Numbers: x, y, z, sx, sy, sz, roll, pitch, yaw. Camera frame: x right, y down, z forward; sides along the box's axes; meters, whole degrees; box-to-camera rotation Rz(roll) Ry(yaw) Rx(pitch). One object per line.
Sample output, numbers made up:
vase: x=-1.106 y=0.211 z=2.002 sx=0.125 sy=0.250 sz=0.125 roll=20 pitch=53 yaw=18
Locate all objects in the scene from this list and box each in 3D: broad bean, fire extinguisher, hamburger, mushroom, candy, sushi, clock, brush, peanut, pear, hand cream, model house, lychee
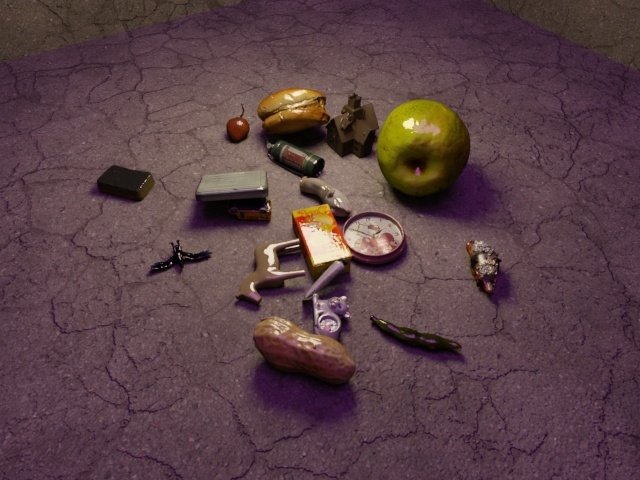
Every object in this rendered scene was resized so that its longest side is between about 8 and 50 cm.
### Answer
broad bean: x=0.289 y=0.298 z=1.488 sx=0.298 sy=0.043 sz=0.060 roll=15 pitch=40 yaw=13
fire extinguisher: x=-0.128 y=-0.360 z=2.032 sx=0.295 sy=0.118 sz=0.093 roll=28 pitch=18 yaw=21
hamburger: x=-0.121 y=-0.558 z=2.096 sx=0.315 sy=0.170 sz=0.290 roll=-10 pitch=1 yaw=25
mushroom: x=0.022 y=-0.174 z=1.876 sx=0.278 sy=0.096 sz=0.099 roll=41 pitch=14 yaw=31
candy: x=0.000 y=0.000 z=1.716 sx=0.146 sy=0.088 sz=0.276 roll=-13 pitch=49 yaw=-15
sushi: x=0.571 y=0.081 z=1.653 sx=0.097 sy=0.103 sz=0.225 roll=-3 pitch=56 yaw=-2
clock: x=0.191 y=-0.011 z=1.753 sx=0.245 sy=0.056 sz=0.244 roll=-1 pitch=49 yaw=1
brush: x=-0.778 y=-0.234 z=1.920 sx=0.197 sy=0.059 sz=0.123 roll=13 pitch=48 yaw=9
peanut: x=-0.048 y=0.322 z=1.390 sx=0.314 sy=0.149 sz=0.149 roll=16 pitch=50 yaw=10
pear: x=0.402 y=-0.373 z=1.884 sx=0.392 sy=0.390 sz=0.390 roll=1 pitch=48 yaw=-1
clock: x=0.036 y=0.246 z=1.503 sx=0.118 sy=0.079 sz=0.176 roll=0 pitch=47 yaw=-3
hand cream: x=0.013 y=0.132 z=1.579 sx=0.194 sy=0.067 sz=0.042 roll=-44 pitch=92 yaw=-10
model house: x=0.154 y=-0.505 z=2.067 sx=0.211 sy=0.243 sz=0.204 roll=-28 pitch=54 yaw=-24
lychee: x=-0.362 y=-0.512 z=2.144 sx=0.101 sy=0.114 sz=0.140 roll=37 pitch=77 yaw=-14

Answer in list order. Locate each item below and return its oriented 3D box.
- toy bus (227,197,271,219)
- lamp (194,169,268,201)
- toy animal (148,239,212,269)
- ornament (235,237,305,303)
toy bus: x=-0.267 y=-0.119 z=1.823 sx=0.162 sy=0.074 sz=0.069 roll=2 pitch=50 yaw=-1
lamp: x=-0.337 y=-0.213 z=1.858 sx=0.267 sy=0.047 sz=0.269 roll=-6 pitch=23 yaw=-5
toy animal: x=-0.495 y=0.052 z=1.683 sx=0.220 sy=0.062 sz=0.107 roll=-18 pitch=69 yaw=-18
ornament: x=-0.174 y=0.106 z=1.633 sx=0.245 sy=0.061 sz=0.230 roll=-10 pitch=52 yaw=-5
